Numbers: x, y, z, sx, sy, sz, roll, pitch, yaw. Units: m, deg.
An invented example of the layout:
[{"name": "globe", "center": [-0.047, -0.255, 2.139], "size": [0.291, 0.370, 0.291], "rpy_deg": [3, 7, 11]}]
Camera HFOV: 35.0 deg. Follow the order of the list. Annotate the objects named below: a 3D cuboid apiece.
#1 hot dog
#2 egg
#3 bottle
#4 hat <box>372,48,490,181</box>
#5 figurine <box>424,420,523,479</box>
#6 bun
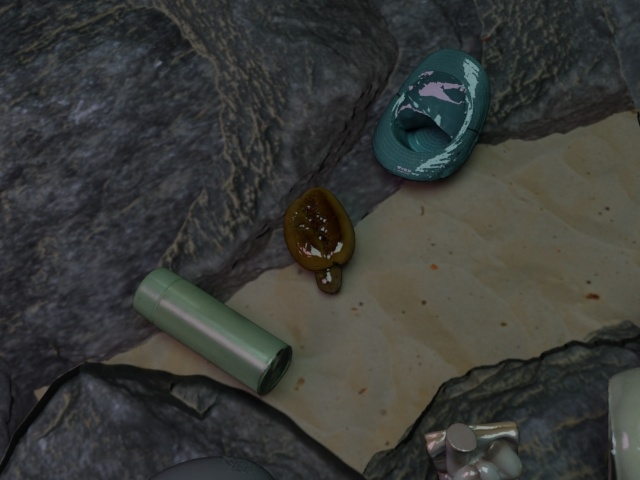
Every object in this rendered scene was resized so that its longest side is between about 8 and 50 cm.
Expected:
[{"name": "hot dog", "center": [0.002, -0.001, 1.315], "size": [0.090, 0.060, 0.140], "rpy_deg": [-26, 57, -4]}, {"name": "egg", "center": [-0.135, 0.316, 1.112], "size": [0.199, 0.146, 0.146], "rpy_deg": [-23, 63, -12]}, {"name": "bottle", "center": [-0.135, 0.111, 1.259], "size": [0.201, 0.072, 0.072], "rpy_deg": [31, 70, 19]}, {"name": "hat", "center": [0.156, -0.159, 1.372], "size": [0.138, 0.078, 0.191], "rpy_deg": [30, 88, 27]}, {"name": "figurine", "center": [0.177, 0.321, 1.084], "size": [0.163, 0.141, 0.236], "rpy_deg": [-4, 63, 8]}, {"name": "bun", "center": [0.371, 0.224, 1.097], "size": [0.120, 0.173, 0.172], "rpy_deg": [-2, 62, 17]}]
